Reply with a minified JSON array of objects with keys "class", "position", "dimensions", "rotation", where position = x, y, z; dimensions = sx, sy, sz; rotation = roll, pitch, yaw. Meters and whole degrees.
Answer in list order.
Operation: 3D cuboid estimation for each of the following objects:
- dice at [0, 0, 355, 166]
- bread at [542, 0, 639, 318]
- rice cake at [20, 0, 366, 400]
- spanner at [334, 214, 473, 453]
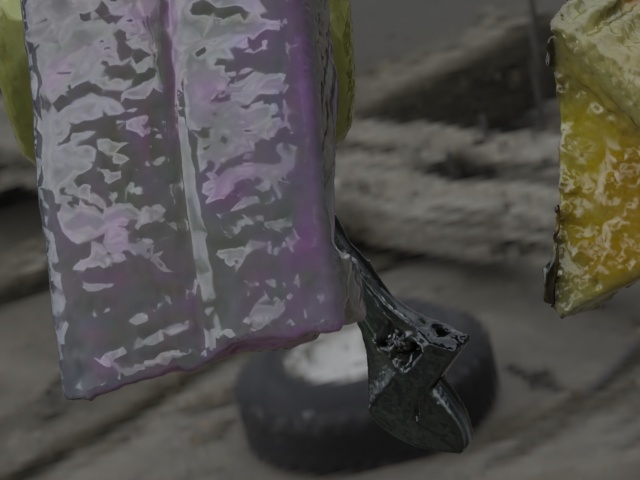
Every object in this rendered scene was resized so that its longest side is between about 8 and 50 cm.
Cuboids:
[{"class":"dice","position":[-0.071,-0.130,0.970],"dimensions":[0.169,0.169,0.166],"rotation":[-4,57,0]},{"class":"bread","position":[0.178,-0.044,1.163],"dimensions":[0.169,0.160,0.140],"rotation":[45,34,14]},{"class":"rice cake","position":[-0.050,-0.101,0.654],"dimensions":[0.106,0.298,0.050],"rotation":[-6,5,12]},{"class":"spanner","position":[0.000,0.000,1.219],"dimensions":[0.093,0.325,0.026],"rotation":[-27,13,40]}]
